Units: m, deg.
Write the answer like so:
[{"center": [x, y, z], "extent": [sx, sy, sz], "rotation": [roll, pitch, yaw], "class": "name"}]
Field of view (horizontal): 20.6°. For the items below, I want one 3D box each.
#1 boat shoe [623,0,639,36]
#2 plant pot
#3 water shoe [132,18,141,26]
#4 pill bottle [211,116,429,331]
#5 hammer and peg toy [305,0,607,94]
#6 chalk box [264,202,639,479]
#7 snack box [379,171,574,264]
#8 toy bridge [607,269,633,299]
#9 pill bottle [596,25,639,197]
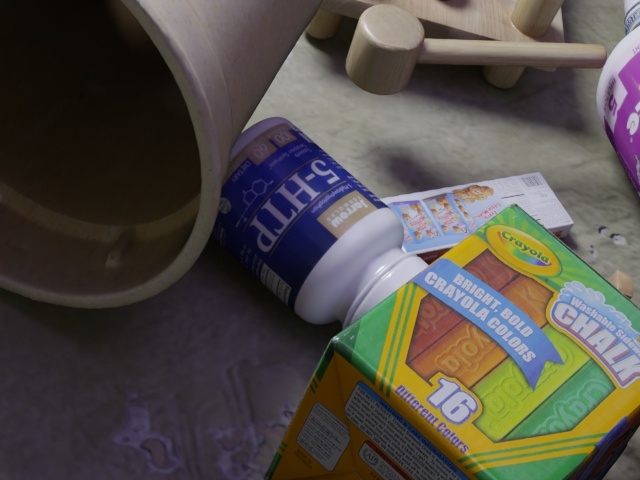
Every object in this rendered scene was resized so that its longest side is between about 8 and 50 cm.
[{"center": [0.433, -0.218, 1.778], "extent": [0.268, 0.096, 0.088], "rotation": [5, 52, -7], "class": "boat shoe"}, {"center": [-0.151, -0.172, 1.306], "extent": [0.334, 0.334, 0.305], "rotation": [31, 45, 7], "class": "plant pot"}, {"center": [-0.215, -0.176, 1.502], "extent": [0.203, 0.073, 0.080], "rotation": [0, 28, -27], "class": "water shoe"}, {"center": [0.000, 0.000, 1.383], "extent": [0.187, 0.112, 0.112], "rotation": [41, 47, 17], "class": "pill bottle"}, {"center": [0.110, -0.237, 1.637], "extent": [0.266, 0.127, 0.361], "rotation": [13, 46, -13], "class": "hammer and peg toy"}, {"center": [0.132, 0.113, 1.286], "extent": [0.180, 0.179, 0.289], "rotation": [40, 47, 15], "class": "chalk box"}, {"center": [0.131, -0.019, 1.516], "extent": [0.178, 0.022, 0.064], "rotation": [-10, 55, -29], "class": "snack box"}, {"center": [0.309, 0.082, 1.466], "extent": [0.188, 0.063, 0.026], "rotation": [21, 44, -18], "class": "toy bridge"}, {"center": [0.358, -0.059, 1.510], "extent": [0.169, 0.169, 0.301], "rotation": [5, 37, -18], "class": "pill bottle"}]
